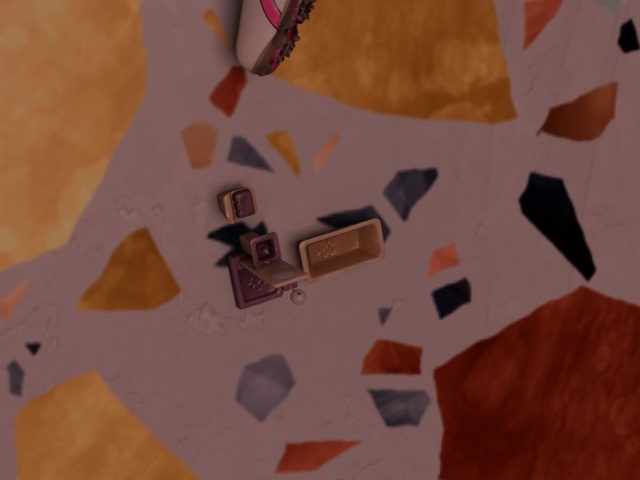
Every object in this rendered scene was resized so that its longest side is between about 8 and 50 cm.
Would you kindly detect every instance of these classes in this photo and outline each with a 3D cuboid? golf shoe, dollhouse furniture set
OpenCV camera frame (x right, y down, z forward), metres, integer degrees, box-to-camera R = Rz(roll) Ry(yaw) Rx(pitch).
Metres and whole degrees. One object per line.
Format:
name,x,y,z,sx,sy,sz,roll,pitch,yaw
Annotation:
golf shoe,-0.033,-0.204,1.192,0.086,0.067,0.186,16,102,3
dollhouse furniture set,0.000,0.000,1.241,0.114,0.081,0.091,-18,110,-21
